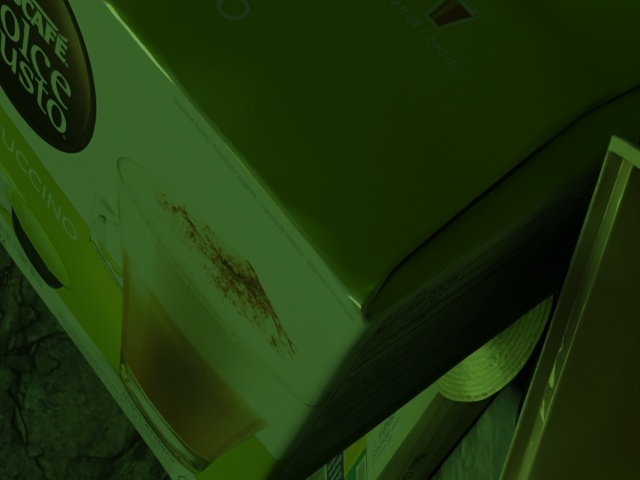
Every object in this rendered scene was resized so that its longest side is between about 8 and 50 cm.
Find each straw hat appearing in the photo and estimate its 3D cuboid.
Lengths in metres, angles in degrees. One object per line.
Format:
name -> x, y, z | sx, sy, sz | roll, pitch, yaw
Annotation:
straw hat -> 0.111, 0.049, 0.979 | 0.144, 0.061, 0.144 | -32, 44, 37

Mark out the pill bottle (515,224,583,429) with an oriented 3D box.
pill bottle -> 0.171, 0.087, 0.690 | 0.112, 0.112, 0.186 | -106, 27, -63

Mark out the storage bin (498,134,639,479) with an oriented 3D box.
storage bin -> 0.184, 0.127, 0.494 | 0.262, 0.123, 0.260 | -127, 49, -65

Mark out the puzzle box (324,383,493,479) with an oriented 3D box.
puzzle box -> 0.078, 0.111, 1.243 | 0.409, 0.052, 0.272 | 115, 159, -53

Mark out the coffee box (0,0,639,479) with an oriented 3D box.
coffee box -> -0.001, -0.087, 0.768 | 0.337, 0.338, 0.334 | 50, 150, 14
